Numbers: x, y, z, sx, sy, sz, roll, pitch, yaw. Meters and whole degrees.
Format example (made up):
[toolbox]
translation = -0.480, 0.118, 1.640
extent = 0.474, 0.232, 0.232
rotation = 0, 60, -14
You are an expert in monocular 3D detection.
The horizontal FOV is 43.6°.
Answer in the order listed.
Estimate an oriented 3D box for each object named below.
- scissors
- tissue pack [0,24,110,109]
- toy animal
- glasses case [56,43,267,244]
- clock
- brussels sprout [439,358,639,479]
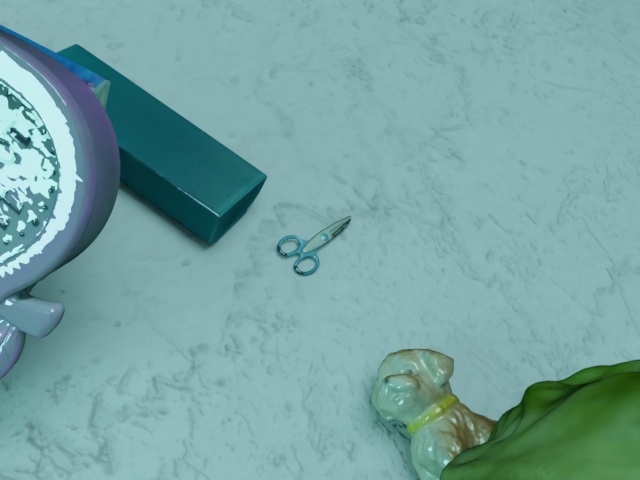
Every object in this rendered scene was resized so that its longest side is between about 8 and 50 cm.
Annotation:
[scissors]
translation = 0.000, 0.000, 1.001
extent = 0.119, 0.014, 0.058
rotation = -33, 76, -36
[tissue pack]
translation = -0.370, -0.129, 0.815
extent = 0.264, 0.198, 0.146
rotation = 27, 45, -1
[toy animal]
translation = 0.153, 0.189, 0.861
extent = 0.184, 0.104, 0.185
rotation = -16, 56, -32
[glasses case]
translation = -0.220, -0.118, 0.968
extent = 0.301, 0.070, 0.117
rotation = 34, 41, 8
[clock]
translation = -0.338, -0.035, 0.669
extent = 0.339, 0.338, 0.102
rotation = 28, 9, -1
[brussels sprout]
translation = 0.312, 0.264, 0.637
extent = 0.426, 0.361, 0.342
rotation = -11, 89, -39
